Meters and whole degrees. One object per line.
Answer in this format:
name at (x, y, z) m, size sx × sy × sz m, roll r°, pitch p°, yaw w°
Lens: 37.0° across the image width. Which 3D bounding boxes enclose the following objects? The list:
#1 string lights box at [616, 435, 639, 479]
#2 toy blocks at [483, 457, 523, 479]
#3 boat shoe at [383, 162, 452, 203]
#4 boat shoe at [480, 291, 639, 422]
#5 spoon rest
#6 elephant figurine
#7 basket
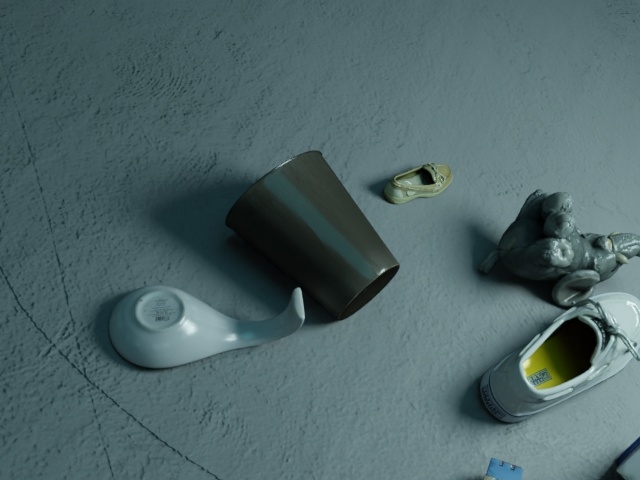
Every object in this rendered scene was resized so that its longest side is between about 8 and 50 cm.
string lights box at (0.485, 0.337, 1.330) m, size 0.077 × 0.260 × 0.133 m, roll -45°, pitch 72°, yaw 5°
toy blocks at (0.333, 0.420, 1.242) m, size 0.381 × 0.190 × 0.261 m, roll 17°, pitch 21°, yaw 14°
boat shoe at (0.180, -0.109, 1.695) m, size 0.153 × 0.048 × 0.056 m, roll -16°, pitch 61°, yaw -31°
boat shoe at (0.417, 0.155, 1.492) m, size 0.367 × 0.156 × 0.136 m, roll -20°, pitch 72°, yaw -32°
spoon rest at (-0.163, 0.120, 1.374) m, size 0.276 × 0.084 × 0.137 m, roll -2°, pitch 52°, yaw -6°
elephant figurine at (0.434, 0.030, 1.624) m, size 0.239 × 0.186 × 0.169 m, roll 29°, pitch 80°, yaw -31°
basket at (0.000, 0.000, 1.477) m, size 0.204 × 0.154 × 0.227 m, roll -31°, pitch 72°, yaw -36°
